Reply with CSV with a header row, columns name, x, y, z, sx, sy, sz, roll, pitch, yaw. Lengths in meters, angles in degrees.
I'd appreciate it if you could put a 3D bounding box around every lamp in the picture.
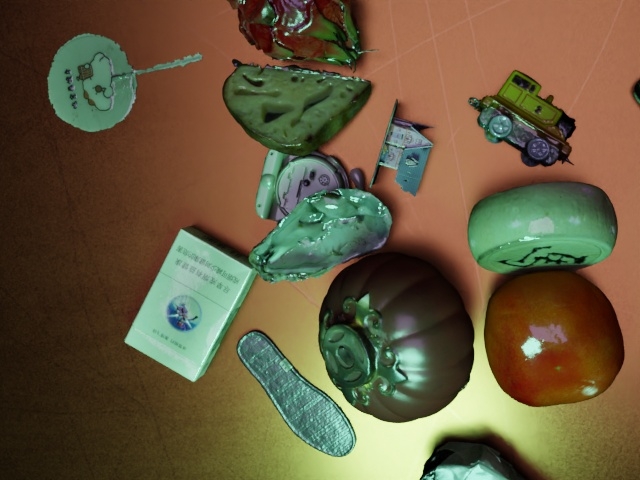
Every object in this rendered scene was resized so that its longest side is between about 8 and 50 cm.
name,x,y,z,sx,sy,sz,roll,pitch,yaw
lamp,0.131,0.170,1.623,0.303,0.257,0.303,18,115,44

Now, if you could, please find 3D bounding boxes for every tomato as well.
name,x,y,z,sx,sy,sz,roll,pitch,yaw
tomato,0.407,0.177,1.607,0.259,0.180,0.260,3,119,6

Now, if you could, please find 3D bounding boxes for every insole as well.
name,x,y,z,sx,sy,sz,roll,pitch,yaw
insole,-0.049,0.303,1.803,0.110,0.012,0.309,-39,89,13

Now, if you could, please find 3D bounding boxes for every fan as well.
name,x,y,z,sx,sy,sz,roll,pitch,yaw
fan,-0.384,-0.321,1.789,0.328,0.009,0.191,-9,95,12

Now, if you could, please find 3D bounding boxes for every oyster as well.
name,x,y,z,sx,sy,sz,roll,pitch,yaw
oyster,-0.001,0.001,1.668,0.199,0.087,0.252,31,112,-2

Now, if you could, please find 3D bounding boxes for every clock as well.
name,x,y,z,sx,sy,sz,roll,pitch,yaw
clock,-0.019,-0.095,1.723,0.190,0.062,0.152,15,99,7

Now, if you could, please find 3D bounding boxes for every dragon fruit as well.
name,x,y,z,sx,sy,sz,roll,pitch,yaw
dragon fruit,-0.022,-0.415,1.625,0.293,0.234,0.234,26,101,-14

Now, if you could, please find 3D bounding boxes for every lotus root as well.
name,x,y,z,sx,sy,sz,roll,pitch,yaw
lotus root,-0.052,-0.241,1.680,0.260,0.074,0.170,14,72,6

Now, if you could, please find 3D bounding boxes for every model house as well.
name,x,y,z,sx,sy,sz,roll,pitch,yaw
model house,0.154,-0.162,1.660,0.088,0.117,0.167,17,96,4

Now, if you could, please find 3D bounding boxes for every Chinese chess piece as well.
name,x,y,z,sx,sy,sz,roll,pitch,yaw
Chinese chess piece,0.376,-0.015,1.567,0.250,0.250,0.101,-6,72,11

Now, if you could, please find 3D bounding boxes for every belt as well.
name,x,y,z,sx,sy,sz,roll,pitch,yaw
belt,0.306,0.504,1.686,0.289,0.164,0.184,45,107,5

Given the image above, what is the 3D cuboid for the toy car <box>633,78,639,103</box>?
name,x,y,z,sx,sy,sz,roll,pitch,yaw
toy car,0.602,-0.227,1.599,0.069,0.055,0.142,-29,90,16

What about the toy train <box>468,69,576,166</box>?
name,x,y,z,sx,sy,sz,roll,pitch,yaw
toy train,0.368,-0.212,1.628,0.219,0.089,0.127,33,91,6

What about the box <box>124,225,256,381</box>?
name,x,y,z,sx,sy,sz,roll,pitch,yaw
box,-0.249,0.122,1.788,0.164,0.069,0.257,29,100,6
